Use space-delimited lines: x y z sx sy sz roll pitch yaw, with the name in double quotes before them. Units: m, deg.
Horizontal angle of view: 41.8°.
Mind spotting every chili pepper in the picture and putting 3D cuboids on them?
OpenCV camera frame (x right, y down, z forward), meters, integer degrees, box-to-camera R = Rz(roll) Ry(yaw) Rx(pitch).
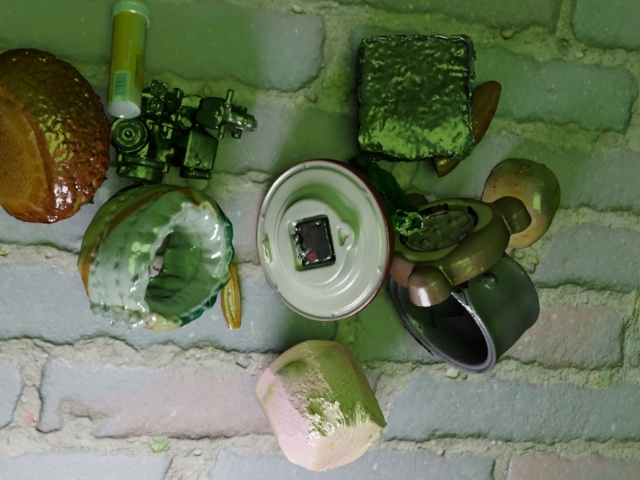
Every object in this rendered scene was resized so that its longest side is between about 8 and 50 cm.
"chili pepper" 0.127 -0.087 1.676 0.099 0.253 0.083 13 112 -35

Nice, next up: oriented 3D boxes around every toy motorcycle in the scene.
"toy motorcycle" -0.261 -0.196 1.599 0.275 0.127 0.205 12 90 -15

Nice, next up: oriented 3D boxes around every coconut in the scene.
"coconut" -0.005 0.313 1.689 0.233 0.245 0.233 -20 144 -15

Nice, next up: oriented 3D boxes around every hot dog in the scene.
"hot dog" -0.185 0.114 1.711 0.044 0.028 0.137 -13 104 -41

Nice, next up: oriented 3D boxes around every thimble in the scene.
"thimble" -0.297 0.034 1.536 0.288 0.167 0.254 -55 139 -29

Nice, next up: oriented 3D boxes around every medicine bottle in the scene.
"medicine bottle" -0.353 -0.331 1.531 0.073 0.074 0.218 7 66 -17

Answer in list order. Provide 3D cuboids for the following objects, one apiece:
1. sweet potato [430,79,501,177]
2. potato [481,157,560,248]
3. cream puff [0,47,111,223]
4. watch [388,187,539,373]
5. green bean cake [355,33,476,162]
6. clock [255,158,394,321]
"sweet potato" 0.304 -0.245 1.784 0.097 0.097 0.252 39 81 -17
"potato" 0.459 -0.079 1.840 0.182 0.117 0.202 12 92 -21
"cream puff" -0.484 -0.189 1.470 0.212 0.303 0.303 -33 108 -45
"watch" 0.269 0.092 1.720 0.314 0.335 0.327 -39 126 -24
"green bean cake" 0.191 -0.280 1.685 0.241 0.132 0.255 -1 86 0
"clock" 0.000 0.000 1.624 0.080 0.318 0.319 -7 101 -53
